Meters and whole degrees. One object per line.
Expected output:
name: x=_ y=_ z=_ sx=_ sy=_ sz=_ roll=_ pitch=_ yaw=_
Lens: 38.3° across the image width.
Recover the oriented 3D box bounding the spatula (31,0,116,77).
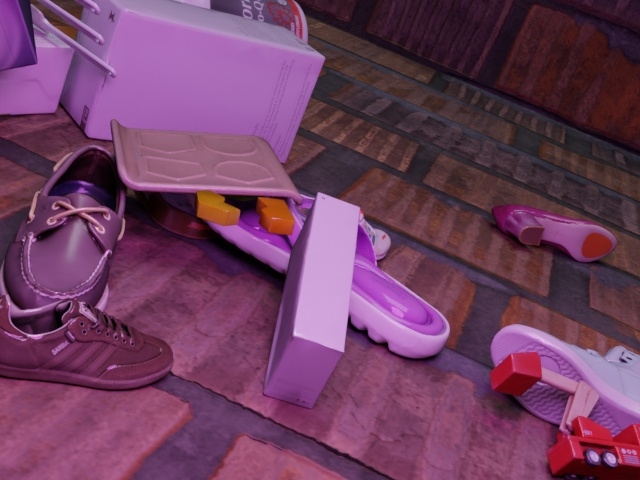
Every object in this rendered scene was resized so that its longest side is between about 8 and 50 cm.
spatula: x=-0.390 y=-0.338 z=1.322 sx=0.242 sy=0.168 sz=0.019 roll=36 pitch=62 yaw=21

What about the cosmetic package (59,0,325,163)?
cosmetic package: x=-0.210 y=-0.269 z=1.528 sx=0.384 sy=0.217 sz=0.156 roll=7 pitch=26 yaw=-38

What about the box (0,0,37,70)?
box: x=-0.531 y=-0.349 z=1.122 sx=0.293 sy=0.296 sz=0.183 roll=-15 pitch=52 yaw=-10

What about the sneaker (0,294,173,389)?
sneaker: x=-0.218 y=0.092 z=0.859 sx=0.188 sy=0.071 sz=0.066 roll=6 pitch=26 yaw=-33

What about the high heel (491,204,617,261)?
high heel: x=0.444 y=-0.021 z=1.752 sx=0.244 sy=0.082 sz=0.117 roll=3 pitch=26 yaw=-22

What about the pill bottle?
pill bottle: x=-0.224 y=-0.431 z=1.895 sx=0.362 sy=0.210 sz=0.210 roll=3 pitch=28 yaw=-37

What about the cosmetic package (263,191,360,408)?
cosmetic package: x=-0.005 y=0.060 z=1.015 sx=0.060 sy=0.099 sz=0.239 roll=18 pitch=39 yaw=-7

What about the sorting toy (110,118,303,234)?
sorting toy: x=-0.140 y=-0.075 z=1.140 sx=0.228 sy=0.041 sz=0.307 roll=6 pitch=23 yaw=-18

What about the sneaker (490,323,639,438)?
sneaker: x=0.330 y=0.168 z=1.161 sx=0.255 sy=0.094 sz=0.151 roll=33 pitch=28 yaw=1

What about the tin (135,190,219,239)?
tin: x=-0.198 y=-0.062 z=1.291 sx=0.106 sy=0.040 sz=0.190 roll=12 pitch=23 yaw=-34

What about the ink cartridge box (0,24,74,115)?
ink cartridge box: x=-0.582 y=-0.320 z=1.417 sx=0.353 sy=0.119 sz=0.207 roll=32 pitch=24 yaw=23

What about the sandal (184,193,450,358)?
sandal: x=0.006 y=-0.003 z=1.212 sx=0.416 sy=0.102 sz=0.169 roll=35 pitch=21 yaw=13

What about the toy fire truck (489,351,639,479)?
toy fire truck: x=0.294 y=0.204 z=1.045 sx=0.192 sy=0.047 sz=0.135 roll=12 pitch=48 yaw=-22

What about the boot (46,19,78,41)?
boot: x=-0.422 y=-0.323 z=1.575 sx=0.283 sy=0.109 sz=0.220 roll=26 pitch=18 yaw=22

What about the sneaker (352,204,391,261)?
sneaker: x=0.058 y=-0.013 z=1.359 sx=0.161 sy=0.075 sz=0.057 roll=-4 pitch=33 yaw=-47

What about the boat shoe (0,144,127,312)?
boat shoe: x=-0.273 y=-0.011 z=1.016 sx=0.116 sy=0.097 sz=0.324 roll=17 pitch=22 yaw=-12
